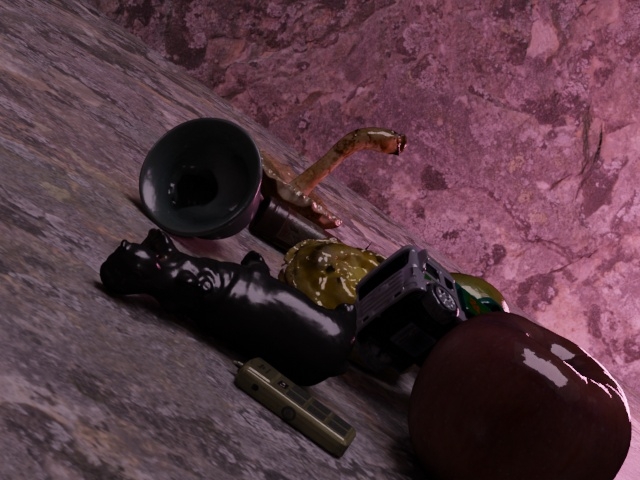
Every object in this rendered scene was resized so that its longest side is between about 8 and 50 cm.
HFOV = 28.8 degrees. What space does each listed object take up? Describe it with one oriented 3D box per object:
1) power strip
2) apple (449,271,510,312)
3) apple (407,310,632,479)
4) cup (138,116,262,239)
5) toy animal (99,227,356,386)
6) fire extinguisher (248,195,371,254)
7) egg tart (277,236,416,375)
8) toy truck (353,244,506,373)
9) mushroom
[{"bbox_3d":[-0.033,0.189,1.460,0.169,0.028,0.076,35,10,6],"label":"power strip"},{"bbox_3d":[0.250,0.142,2.325,0.188,0.174,0.207,33,-7,-26],"label":"apple"},{"bbox_3d":[0.243,0.230,1.585,0.305,0.235,0.306,31,11,-7],"label":"apple"},{"bbox_3d":[-0.169,-0.074,1.971,0.199,0.199,0.150,38,-8,23],"label":"cup"},{"bbox_3d":[-0.113,0.074,1.552,0.343,0.106,0.168,25,19,-18],"label":"toy animal"},{"bbox_3d":[-0.004,0.007,2.311,0.252,0.075,0.106,32,-30,-15],"label":"fire extinguisher"},{"bbox_3d":[0.067,0.088,1.950,0.279,0.095,0.279,29,29,-18],"label":"egg tart"},{"bbox_3d":[0.203,0.158,1.825,0.363,0.176,0.178,35,27,-30],"label":"toy truck"},{"bbox_3d":[-0.006,-0.157,2.631,0.233,0.302,0.208,45,-28,-16],"label":"mushroom"}]
